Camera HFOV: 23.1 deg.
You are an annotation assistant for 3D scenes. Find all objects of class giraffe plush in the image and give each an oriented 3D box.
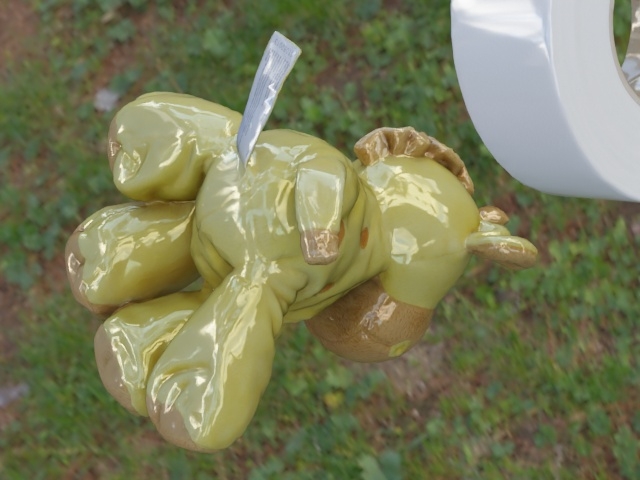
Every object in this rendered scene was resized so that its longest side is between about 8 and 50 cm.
[{"bbox_3d":[0.000,0.000,0.777,0.210,0.170,0.181,-51,50,32],"label":"giraffe plush"}]

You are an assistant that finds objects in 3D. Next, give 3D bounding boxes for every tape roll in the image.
[{"bbox_3d":[0.231,-0.172,1.206,0.100,0.286,0.286,8,60,49],"label":"tape roll"}]
